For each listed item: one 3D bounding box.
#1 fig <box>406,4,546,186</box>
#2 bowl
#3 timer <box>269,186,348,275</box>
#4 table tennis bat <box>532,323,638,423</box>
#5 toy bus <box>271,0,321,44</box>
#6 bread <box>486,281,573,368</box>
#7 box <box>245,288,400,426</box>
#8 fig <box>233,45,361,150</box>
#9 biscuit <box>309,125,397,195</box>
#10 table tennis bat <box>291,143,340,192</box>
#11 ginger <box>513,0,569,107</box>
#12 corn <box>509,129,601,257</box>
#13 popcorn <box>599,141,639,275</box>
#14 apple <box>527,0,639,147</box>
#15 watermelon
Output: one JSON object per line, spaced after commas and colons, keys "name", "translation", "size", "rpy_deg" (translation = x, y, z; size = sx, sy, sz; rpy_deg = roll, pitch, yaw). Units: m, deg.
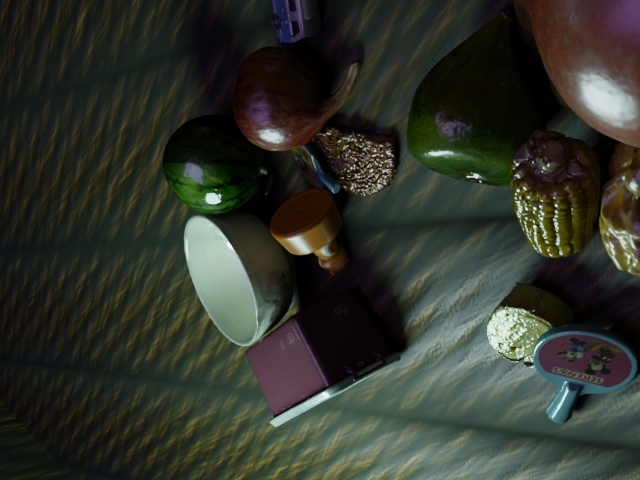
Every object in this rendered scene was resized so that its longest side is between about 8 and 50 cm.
{"name": "fig", "translation": [0.224, -0.205, 1.411], "size": [0.203, 0.203, 0.235], "rpy_deg": [3, 81, 49]}
{"name": "bowl", "translation": [-0.143, 0.057, 1.993], "size": [0.277, 0.145, 0.277], "rpy_deg": [37, 139, 40]}
{"name": "timer", "translation": [0.000, 0.000, 1.843], "size": [0.132, 0.132, 0.152], "rpy_deg": [7, 141, 47]}
{"name": "table tennis bat", "translation": [0.392, 0.206, 1.545], "size": [0.153, 0.040, 0.244], "rpy_deg": [15, 140, 7]}
{"name": "toy bus", "translation": [-0.039, -0.384, 1.649], "size": [0.075, 0.060, 0.123], "rpy_deg": [13, 122, 40]}
{"name": "bread", "translation": [0.324, 0.134, 1.575], "size": [0.117, 0.064, 0.156], "rpy_deg": [37, 145, 7]}
{"name": "box", "translation": [-0.009, 0.224, 1.936], "size": [0.167, 0.193, 0.294], "rpy_deg": [60, 145, 7]}
{"name": "fig", "translation": [-0.039, -0.229, 1.689], "size": [0.207, 0.175, 0.175], "rpy_deg": [14, 127, 21]}
{"name": "biscuit", "translation": [0.057, -0.135, 1.738], "size": [0.206, 0.025, 0.126], "rpy_deg": [14, 125, 45]}
{"name": "table tennis bat", "translation": [-0.011, -0.129, 1.795], "size": [0.155, 0.019, 0.100], "rpy_deg": [46, 159, 42]}
{"name": "ginger", "translation": [0.374, -0.221, 1.269], "size": [0.334, 0.081, 0.148], "rpy_deg": [27, 118, 35]}
{"name": "corn", "translation": [0.311, -0.054, 1.337], "size": [0.119, 0.119, 0.322], "rpy_deg": [44, 177, 20]}
{"name": "popcorn", "translation": [0.425, -0.059, 1.260], "size": [0.140, 0.163, 0.194], "rpy_deg": [35, 141, 54]}
{"name": "apple", "translation": [0.381, -0.249, 1.016], "size": [0.348, 0.348, 0.277], "rpy_deg": [38, 152, 26]}
{"name": "watermelon", "translation": [-0.186, -0.142, 1.892], "size": [0.215, 0.188, 0.188], "rpy_deg": [1, 120, 15]}
